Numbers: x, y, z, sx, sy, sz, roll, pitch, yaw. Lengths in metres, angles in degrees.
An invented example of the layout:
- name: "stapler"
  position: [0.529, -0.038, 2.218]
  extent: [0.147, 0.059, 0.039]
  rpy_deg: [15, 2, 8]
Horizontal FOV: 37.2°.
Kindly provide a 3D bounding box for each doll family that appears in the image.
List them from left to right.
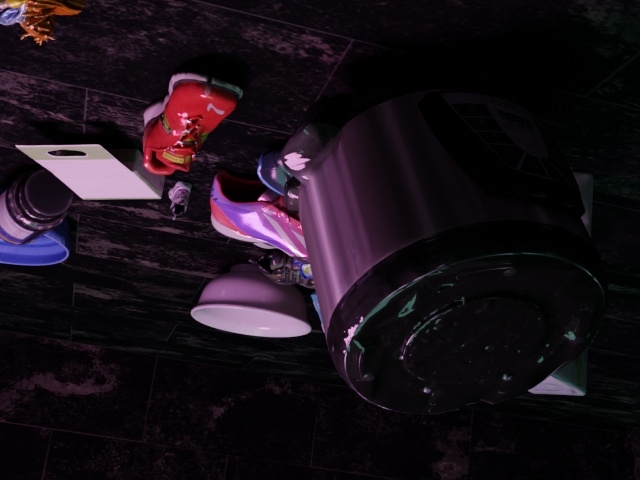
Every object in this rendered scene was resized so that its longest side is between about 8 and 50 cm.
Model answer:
- name: "doll family"
  position: [-0.365, -0.294, 1.095]
  extent: [0.163, 0.118, 0.263]
  rpy_deg: [23, 157, -40]

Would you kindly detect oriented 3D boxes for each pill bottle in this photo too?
- name: "pill bottle"
  position: [-0.566, -0.069, 1.866]
  extent: [0.122, 0.123, 0.219]
  rpy_deg: [18, 159, -30]

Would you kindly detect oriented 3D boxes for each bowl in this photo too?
- name: "bowl"
  position: [-0.749, -0.039, 2.111]
  extent: [0.391, 0.077, 0.391]
  rpy_deg: [6, 163, 2]
- name: "bowl"
  position: [-0.162, 0.141, 2.340]
  extent: [0.297, 0.134, 0.298]
  rpy_deg: [6, 162, 2]

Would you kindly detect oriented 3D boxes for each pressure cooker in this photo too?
- name: "pressure cooker"
  position: [0.150, -0.025, 1.291]
  extent: [0.375, 0.420, 0.370]
  rpy_deg: [-16, 138, 4]

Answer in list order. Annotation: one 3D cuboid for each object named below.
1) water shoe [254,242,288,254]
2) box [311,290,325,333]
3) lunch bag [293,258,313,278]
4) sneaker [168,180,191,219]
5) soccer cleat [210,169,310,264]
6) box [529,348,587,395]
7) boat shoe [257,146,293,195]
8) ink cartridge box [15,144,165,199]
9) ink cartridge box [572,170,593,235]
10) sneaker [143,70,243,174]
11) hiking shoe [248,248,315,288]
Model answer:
- name: "water shoe"
  position: [-0.073, -0.022, 1.936]
  extent: [0.080, 0.073, 0.203]
  rpy_deg: [-32, 147, 30]
- name: "box"
  position: [0.084, 0.104, 1.963]
  extent: [0.060, 0.101, 0.244]
  rpy_deg: [-8, -162, 39]
- name: "lunch bag"
  position: [0.000, 0.000, 1.846]
  extent: [0.096, 0.129, 0.151]
  rpy_deg: [5, 163, 7]
- name: "sneaker"
  position: [-0.277, -0.070, 1.835]
  extent: [0.038, 0.069, 0.098]
  rpy_deg: [12, 162, -13]
- name: "soccer cleat"
  position: [-0.054, -0.041, 1.713]
  extent: [0.318, 0.109, 0.116]
  rpy_deg: [16, 136, 16]
- name: "box"
  position: [0.465, 0.172, 1.978]
  extent: [0.126, 0.262, 0.231]
  rpy_deg: [-5, 159, 35]
- name: "boat shoe"
  position: [0.016, -0.084, 1.619]
  extent: [0.258, 0.109, 0.089]
  rpy_deg: [16, 157, -32]
- name: "ink cartridge box"
  position: [-0.404, -0.140, 1.695]
  extent: [0.171, 0.056, 0.235]
  rpy_deg: [1, 158, 18]
- name: "ink cartridge box"
  position: [0.332, -0.013, 1.687]
  extent: [0.207, 0.119, 0.353]
  rpy_deg: [7, 161, 0]
- name: "sneaker"
  position: [-0.197, -0.166, 1.426]
  extent: [0.107, 0.118, 0.279]
  rpy_deg: [14, 161, -22]
- name: "hiking shoe"
  position: [-0.055, 0.060, 2.122]
  extent: [0.227, 0.086, 0.114]
  rpy_deg: [-8, 160, 41]
